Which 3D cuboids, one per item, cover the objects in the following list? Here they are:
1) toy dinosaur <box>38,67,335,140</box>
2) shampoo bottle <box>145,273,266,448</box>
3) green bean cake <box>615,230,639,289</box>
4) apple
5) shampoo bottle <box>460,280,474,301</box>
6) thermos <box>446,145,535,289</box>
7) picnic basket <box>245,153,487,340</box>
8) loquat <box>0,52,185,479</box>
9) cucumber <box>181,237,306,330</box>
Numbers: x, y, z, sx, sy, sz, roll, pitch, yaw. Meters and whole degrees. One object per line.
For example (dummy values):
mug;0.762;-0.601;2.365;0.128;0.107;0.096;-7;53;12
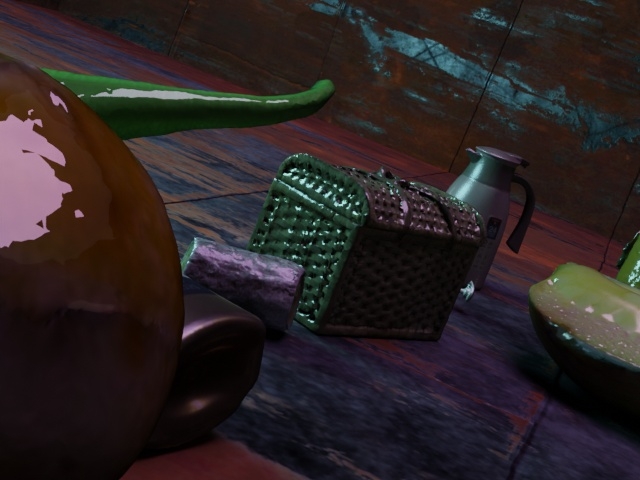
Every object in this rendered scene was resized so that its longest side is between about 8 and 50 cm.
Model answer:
toy dinosaur;-0.285;-0.103;0.674;0.500;0.143;0.375;-12;30;-39
shampoo bottle;-0.199;0.014;0.651;0.350;0.084;0.126;26;22;29
green bean cake;0.552;0.124;1.283;0.285;0.202;0.310;28;7;-33
apple;0.322;0.121;1.030;0.265;0.119;0.193;26;25;38
shampoo bottle;0.115;0.042;1.195;0.152;0.045;0.077;22;11;-1
thermos;0.229;-0.034;1.380;0.137;0.193;0.105;19;10;-15
picnic basket;0.048;0.003;0.981;0.196;0.154;0.134;8;17;-47
loquat;-0.152;0.021;0.437;0.179;0.179;0.227;7;49;-50
cucumber;-0.071;0.036;0.845;0.112;0.064;0.064;18;11;0
